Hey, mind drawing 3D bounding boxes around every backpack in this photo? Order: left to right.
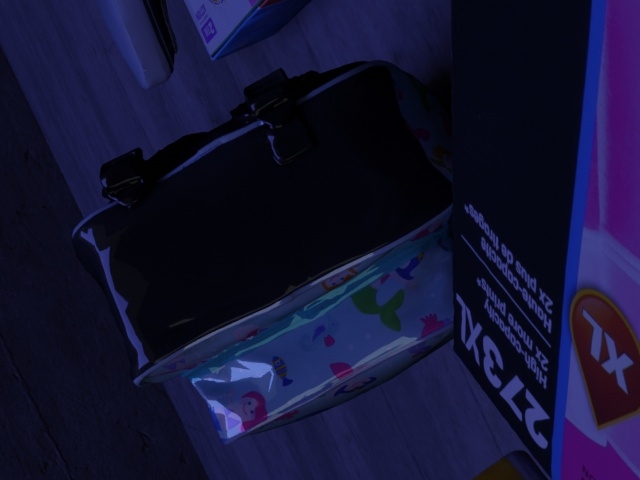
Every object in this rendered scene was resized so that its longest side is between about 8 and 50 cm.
[{"bbox_3d":[0.000,0.000,0.712,0.191,0.225,0.253,61,-166,-2],"label":"backpack"}]

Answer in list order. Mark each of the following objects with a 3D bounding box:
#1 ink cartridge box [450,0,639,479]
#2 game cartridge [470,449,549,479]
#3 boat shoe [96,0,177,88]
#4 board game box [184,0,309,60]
[{"bbox_3d":[0.110,0.013,0.384,0.175,0.069,0.370,-125,19,-45],"label":"ink cartridge box"},{"bbox_3d":[0.184,0.271,0.507,0.323,0.053,0.285,53,175,34],"label":"game cartridge"},{"bbox_3d":[-0.168,-0.292,1.018,0.113,0.105,0.306,171,81,-76],"label":"boat shoe"},{"bbox_3d":[-0.096,-0.312,0.846,0.316,0.064,0.242,65,163,-4],"label":"board game box"}]
